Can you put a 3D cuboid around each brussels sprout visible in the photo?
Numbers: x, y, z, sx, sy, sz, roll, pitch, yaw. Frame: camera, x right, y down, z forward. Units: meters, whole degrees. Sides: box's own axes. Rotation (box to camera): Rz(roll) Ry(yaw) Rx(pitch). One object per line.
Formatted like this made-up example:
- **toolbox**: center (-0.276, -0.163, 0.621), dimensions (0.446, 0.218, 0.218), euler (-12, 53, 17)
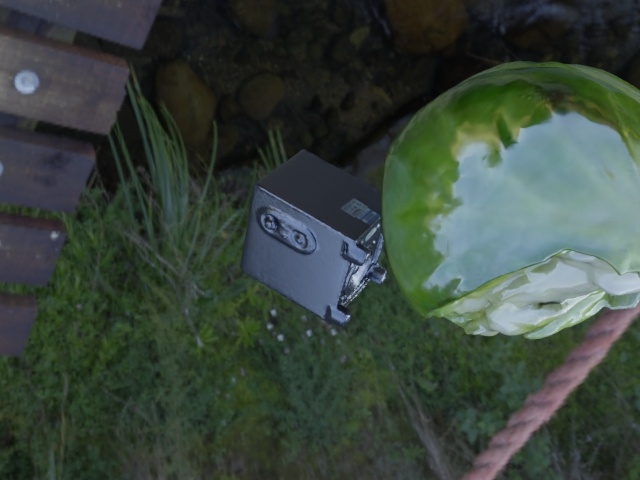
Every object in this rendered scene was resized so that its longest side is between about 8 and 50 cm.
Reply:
- **brussels sprout**: center (0.251, -0.050, 0.934), dimensions (0.371, 0.315, 0.276), euler (-1, 172, 19)

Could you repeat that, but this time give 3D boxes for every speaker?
- **speaker**: center (0.000, 0.000, 1.628), dimensions (0.184, 0.254, 0.232), euler (-43, 156, -43)
